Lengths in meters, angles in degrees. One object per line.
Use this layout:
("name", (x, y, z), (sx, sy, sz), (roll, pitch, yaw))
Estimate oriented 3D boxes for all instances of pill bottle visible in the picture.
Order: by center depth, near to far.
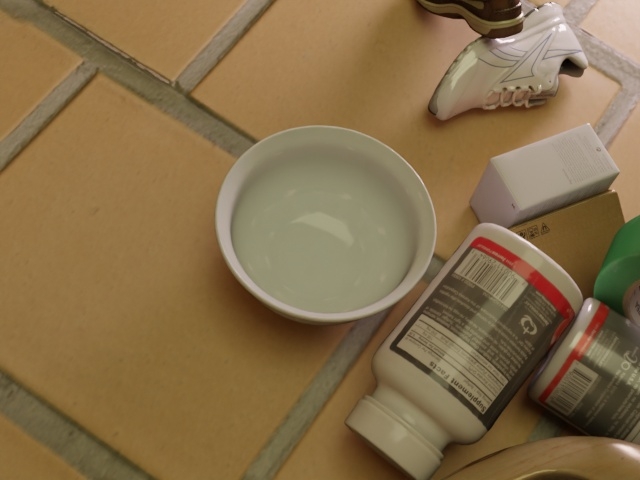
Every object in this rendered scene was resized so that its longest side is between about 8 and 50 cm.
("pill bottle", (0.177, 0.149, 1.531), (0.176, 0.176, 0.318), (38, 81, 11))
("pill bottle", (0.432, 0.215, 1.569), (0.283, 0.161, 0.161), (33, 63, 9))

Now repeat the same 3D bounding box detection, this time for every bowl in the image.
("bowl", (0.000, 0.000, 1.630), (0.297, 0.134, 0.298), (4, 63, -7))

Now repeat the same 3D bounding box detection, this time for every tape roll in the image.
("tape roll", (0.522, 0.086, 1.558), (0.321, 0.321, 0.077), (26, 62, 5))

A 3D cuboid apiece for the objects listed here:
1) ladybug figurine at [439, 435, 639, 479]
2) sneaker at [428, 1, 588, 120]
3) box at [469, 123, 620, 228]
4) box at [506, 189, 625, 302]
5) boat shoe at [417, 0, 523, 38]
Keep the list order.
("ladybug figurine", (0.260, 0.404, 1.414), (0.449, 0.162, 0.305), (-22, 53, -6))
("sneaker", (0.294, -0.258, 1.830), (0.297, 0.111, 0.129), (-32, 77, -21))
("box", (0.321, -0.077, 1.721), (0.170, 0.130, 0.091), (-20, 68, -18))
("box", (0.352, 0.036, 1.684), (0.201, 0.021, 0.165), (-20, 100, -19))
("boat shoe", (0.226, -0.393, 1.830), (0.095, 0.095, 0.257), (-24, 34, -21))
